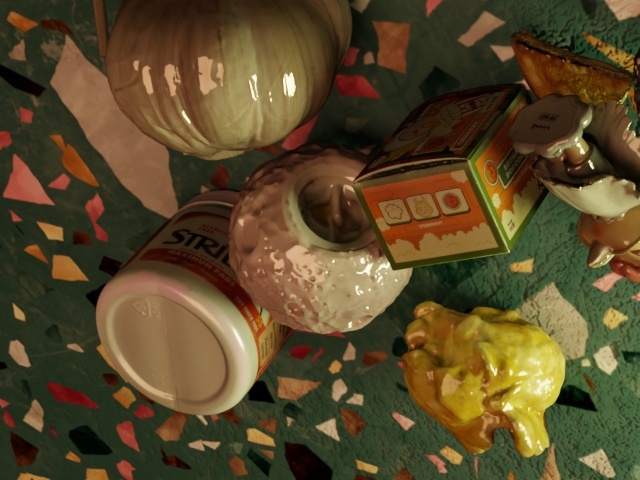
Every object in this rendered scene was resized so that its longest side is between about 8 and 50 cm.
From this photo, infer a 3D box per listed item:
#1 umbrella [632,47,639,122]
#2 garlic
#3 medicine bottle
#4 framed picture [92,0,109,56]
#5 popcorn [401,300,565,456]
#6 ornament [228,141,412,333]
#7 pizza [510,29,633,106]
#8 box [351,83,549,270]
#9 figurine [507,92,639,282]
[{"bbox_3d":[0.521,-0.179,1.767,0.336,0.154,0.128,-2,98,9],"label":"umbrella"},{"bbox_3d":[-0.115,-0.228,1.988,0.317,0.317,0.259,11,121,25],"label":"garlic"},{"bbox_3d":[-0.164,0.090,2.288,0.252,0.241,0.252,16,129,20],"label":"medicine bottle"},{"bbox_3d":[-0.300,-0.414,2.040,0.016,0.213,0.289,-7,126,-7],"label":"framed picture"},{"bbox_3d":[0.233,0.185,2.170,0.253,0.190,0.191,50,164,-24],"label":"popcorn"},{"bbox_3d":[0.000,0.000,2.117,0.259,0.259,0.225,34,153,6],"label":"ornament"},{"bbox_3d":[0.313,-0.195,1.896,0.185,0.036,0.176,45,155,-9],"label":"pizza"},{"bbox_3d":[0.172,-0.082,1.987,0.177,0.195,0.148,-10,116,37],"label":"box"},{"bbox_3d":[0.369,-0.032,1.903,0.207,0.166,0.387,14,156,51],"label":"figurine"}]
